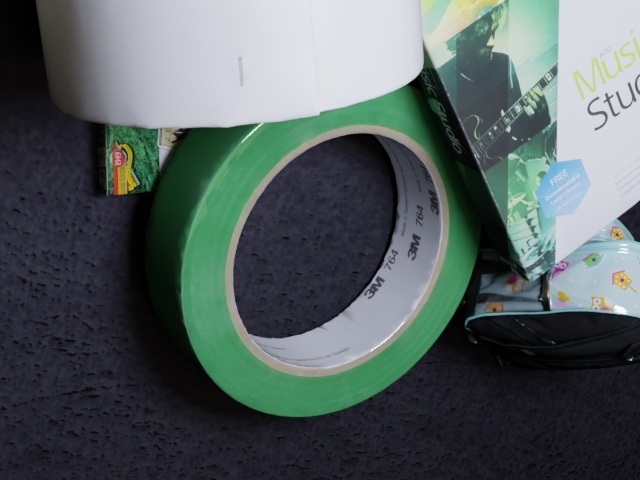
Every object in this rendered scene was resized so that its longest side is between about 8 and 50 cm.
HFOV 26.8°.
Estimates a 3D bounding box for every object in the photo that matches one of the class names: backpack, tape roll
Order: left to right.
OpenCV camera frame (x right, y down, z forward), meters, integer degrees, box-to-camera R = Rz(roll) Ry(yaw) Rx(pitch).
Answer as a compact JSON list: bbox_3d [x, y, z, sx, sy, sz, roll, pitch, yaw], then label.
[{"bbox_3d":[-0.065,-0.166,0.995,0.286,0.286,0.100,-13,112,-24],"label":"tape roll"},{"bbox_3d":[0.000,0.000,1.221,0.321,0.077,0.321,-14,118,-29],"label":"tape roll"},{"bbox_3d":[0.253,0.052,1.316,0.166,0.188,0.144,42,57,-52],"label":"backpack"}]

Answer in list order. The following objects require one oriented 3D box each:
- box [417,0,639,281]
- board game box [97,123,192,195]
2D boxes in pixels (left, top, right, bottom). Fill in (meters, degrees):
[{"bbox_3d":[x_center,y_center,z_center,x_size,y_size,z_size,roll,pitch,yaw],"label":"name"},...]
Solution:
[{"bbox_3d":[0.206,-0.154,1.185,0.232,0.058,0.322,-36,120,-13],"label":"box"},{"bbox_3d":[-0.125,-0.170,1.147,0.136,0.030,0.259,-7,109,-24],"label":"board game box"}]
